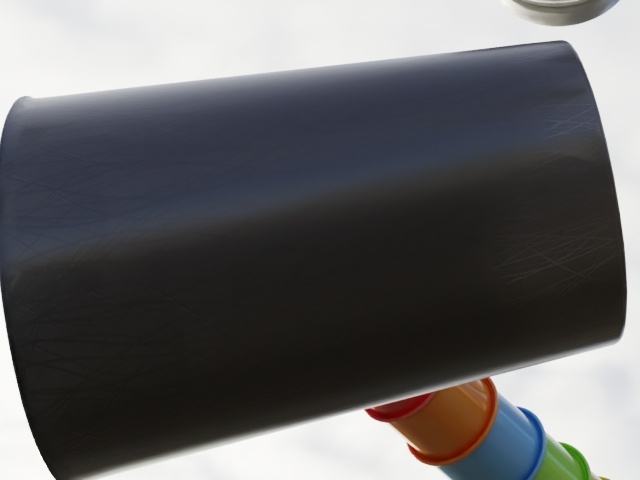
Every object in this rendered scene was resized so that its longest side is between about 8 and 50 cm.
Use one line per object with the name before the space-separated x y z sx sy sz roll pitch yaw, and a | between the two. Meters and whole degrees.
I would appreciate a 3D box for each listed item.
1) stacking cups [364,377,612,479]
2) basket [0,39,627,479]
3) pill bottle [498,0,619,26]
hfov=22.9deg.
stacking cups | 0.108 0.145 1.157 0.096 0.096 0.316 -27 -50 30
basket | 0.000 0.000 0.646 0.227 0.204 0.154 -10 -69 2
pill bottle | 0.232 -0.382 1.564 0.229 0.229 0.407 -8 -21 7
